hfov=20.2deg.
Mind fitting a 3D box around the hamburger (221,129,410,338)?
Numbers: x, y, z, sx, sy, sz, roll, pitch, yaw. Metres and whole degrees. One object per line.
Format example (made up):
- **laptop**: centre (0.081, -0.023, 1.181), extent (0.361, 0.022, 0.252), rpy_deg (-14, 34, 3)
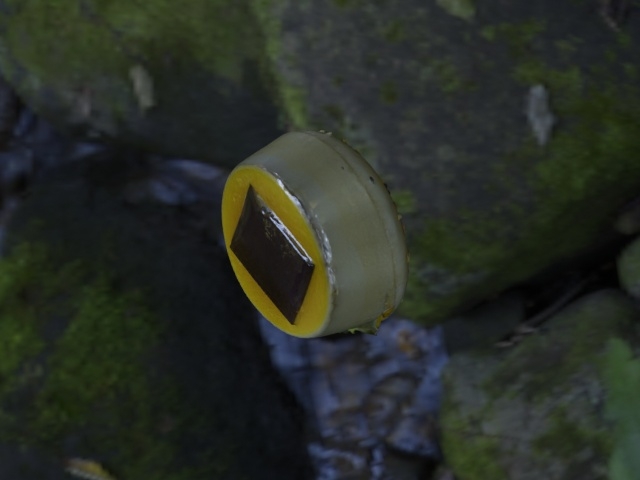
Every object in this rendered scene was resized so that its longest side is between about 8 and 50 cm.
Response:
- **hamburger**: centre (0.000, 0.000, 1.083), extent (0.126, 0.081, 0.141), rpy_deg (38, 138, 39)
